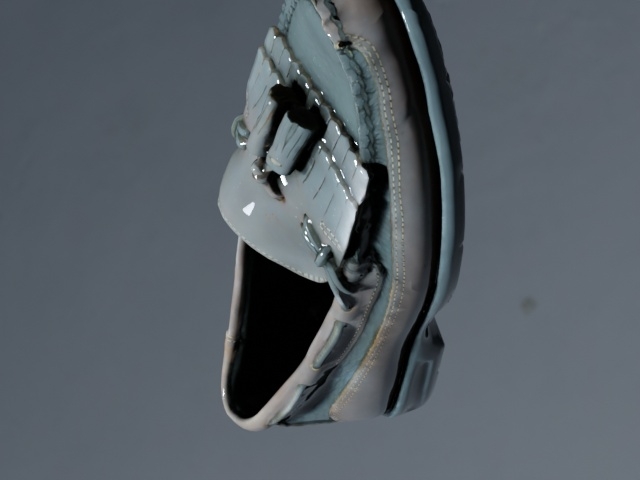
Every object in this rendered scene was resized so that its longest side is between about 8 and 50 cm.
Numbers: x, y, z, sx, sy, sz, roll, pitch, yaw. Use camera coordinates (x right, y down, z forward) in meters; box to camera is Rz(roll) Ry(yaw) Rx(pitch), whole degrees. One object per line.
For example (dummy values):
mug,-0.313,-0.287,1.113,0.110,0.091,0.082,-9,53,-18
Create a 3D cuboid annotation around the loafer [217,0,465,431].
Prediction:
loafer,0.000,0.000,0.753,0.084,0.267,0.096,-20,58,-12
